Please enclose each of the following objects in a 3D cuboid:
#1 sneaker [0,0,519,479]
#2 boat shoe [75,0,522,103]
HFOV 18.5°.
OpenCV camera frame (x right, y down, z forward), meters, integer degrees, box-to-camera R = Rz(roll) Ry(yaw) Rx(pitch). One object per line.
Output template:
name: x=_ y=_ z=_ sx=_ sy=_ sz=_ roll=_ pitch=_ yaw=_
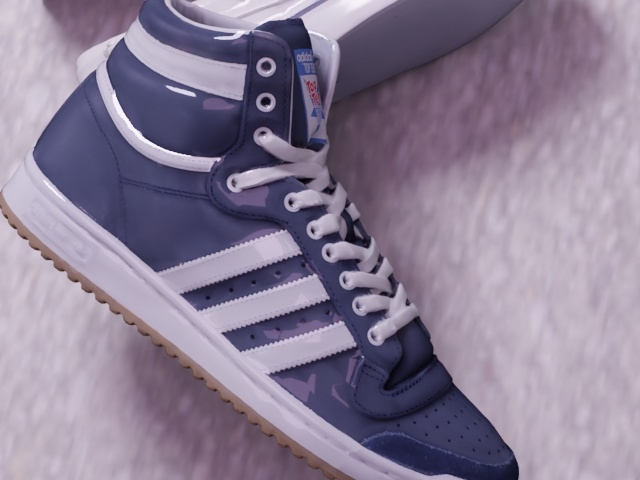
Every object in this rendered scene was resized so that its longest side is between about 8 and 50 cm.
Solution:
sneaker: x=0.000 y=0.000 z=0.899 sx=0.282 sy=0.099 sz=0.153 roll=35 pitch=103 yaw=8
boat shoe: x=-0.005 y=-0.119 z=0.992 sx=0.258 sy=0.095 sz=0.084 roll=-25 pitch=71 yaw=-1
